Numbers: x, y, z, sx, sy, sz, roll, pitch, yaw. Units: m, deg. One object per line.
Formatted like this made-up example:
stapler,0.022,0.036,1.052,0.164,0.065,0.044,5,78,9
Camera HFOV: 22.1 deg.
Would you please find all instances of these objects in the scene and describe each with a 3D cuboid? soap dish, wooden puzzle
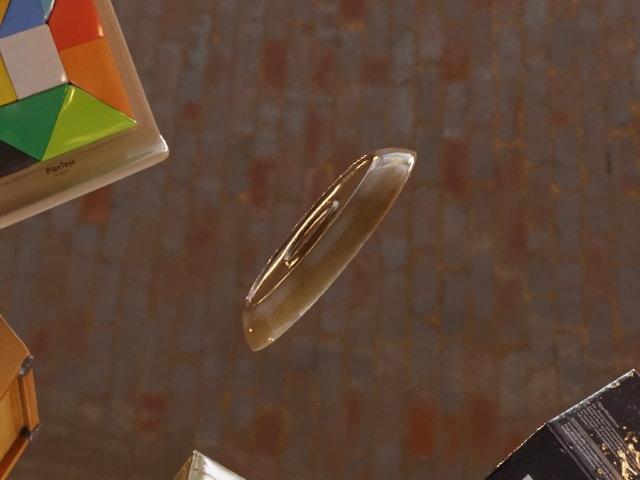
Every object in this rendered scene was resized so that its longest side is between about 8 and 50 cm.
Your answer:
soap dish,-0.392,0.206,1.711,0.118,0.291,0.229,29,-115,7
wooden puzzle,-0.245,-0.145,1.333,0.221,0.239,0.044,-26,-174,-39

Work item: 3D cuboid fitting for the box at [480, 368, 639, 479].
box,0.219,0.210,1.433,0.093,0.158,0.156,53,-51,15

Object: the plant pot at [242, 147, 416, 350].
plant pot,0.000,0.000,1.503,0.236,0.032,0.236,-50,-173,9

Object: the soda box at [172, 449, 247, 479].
soda box,-0.131,0.270,1.391,0.181,0.061,0.058,-55,-169,18
